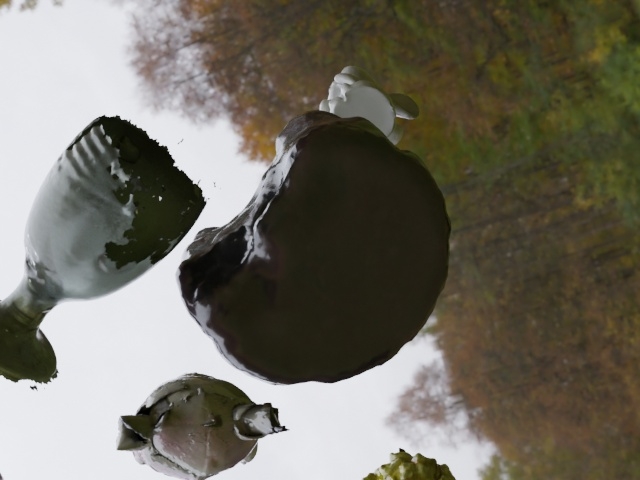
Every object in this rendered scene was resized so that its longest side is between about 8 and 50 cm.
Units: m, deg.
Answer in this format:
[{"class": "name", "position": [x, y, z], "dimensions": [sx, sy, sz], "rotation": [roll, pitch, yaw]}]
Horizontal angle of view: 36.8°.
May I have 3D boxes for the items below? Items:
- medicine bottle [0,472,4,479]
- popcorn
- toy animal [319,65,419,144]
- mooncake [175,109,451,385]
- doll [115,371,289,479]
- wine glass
[{"class": "medicine bottle", "position": [-0.686, 0.453, 1.453], "dimensions": [0.219, 0.388, 0.219], "rotation": [42, 169, 10]}, {"class": "popcorn", "position": [0.160, 0.500, 1.778], "dimensions": [0.189, 0.218, 0.169], "rotation": [56, -176, -19]}, {"class": "toy animal", "position": [0.090, -0.245, 1.840], "dimensions": [0.178, 0.128, 0.193], "rotation": [31, -167, -2]}, {"class": "mooncake", "position": [0.001, 0.021, 1.361], "dimensions": [0.351, 0.381, 0.212], "rotation": [48, -176, -22]}, {"class": "doll", "position": [-0.113, 0.173, 0.906], "dimensions": [0.192, 0.149, 0.095], "rotation": [144, 127, -79]}, {"class": "wine glass", "position": [-0.308, 0.009, 1.223], "dimensions": [0.190, 0.357, 0.190], "rotation": [43, -169, -11]}]
